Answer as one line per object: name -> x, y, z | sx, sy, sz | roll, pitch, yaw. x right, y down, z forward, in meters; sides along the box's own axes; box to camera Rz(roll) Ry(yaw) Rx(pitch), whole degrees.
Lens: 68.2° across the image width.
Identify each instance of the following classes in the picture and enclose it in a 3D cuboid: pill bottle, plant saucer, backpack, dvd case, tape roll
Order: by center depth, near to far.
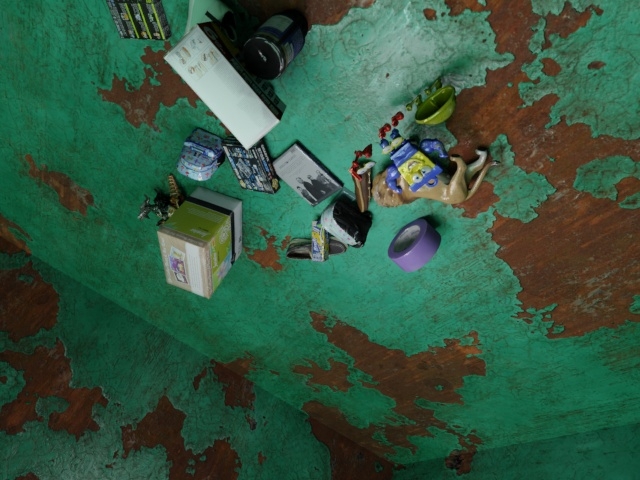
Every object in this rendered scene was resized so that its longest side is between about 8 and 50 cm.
pill bottle -> -0.115, -0.547, 1.301 | 0.123, 0.219, 0.122 | 15, 139, 13
tape roll -> 0.338, 0.017, 1.712 | 0.080, 0.189, 0.189 | 41, 139, -18
dvd case -> -0.054, -0.242, 1.759 | 0.239, 0.029, 0.179 | 42, 138, -18
backpack -> 0.093, -0.066, 1.770 | 0.182, 0.152, 0.115 | 34, 145, -24
backpack -> -0.454, -0.315, 1.777 | 0.158, 0.173, 0.117 | 26, 141, 1
plant saucer -> 0.070, -0.132, 1.825 | 0.067, 0.018, 0.192 | 32, 140, -9

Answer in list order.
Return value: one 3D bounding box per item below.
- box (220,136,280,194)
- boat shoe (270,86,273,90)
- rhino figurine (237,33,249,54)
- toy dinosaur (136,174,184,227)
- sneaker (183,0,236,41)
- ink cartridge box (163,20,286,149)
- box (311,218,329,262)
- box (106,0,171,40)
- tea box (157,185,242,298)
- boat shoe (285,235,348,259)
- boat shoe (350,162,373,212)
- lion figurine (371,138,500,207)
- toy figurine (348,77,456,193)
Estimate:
box -> -0.261, -0.281, 1.784 | 0.175, 0.051, 0.220 | 13, 140, 33
boat shoe -> -0.212, -0.466, 1.579 | 0.152, 0.049, 0.056 | -13, 146, 32
rhino figurine -> -0.249, -0.520, 1.487 | 0.106, 0.073, 0.243 | 23, 123, 20
toy dinosaur -> -0.671, -0.136, 2.123 | 0.218, 0.164, 0.322 | 17, 97, 13
sneaker -> -0.330, -0.602, 1.427 | 0.151, 0.094, 0.256 | 39, 141, 15
ink cartridge box -> -0.247, -0.445, 1.327 | 0.130, 0.272, 0.309 | -36, 111, 17
box -> 0.000, 0.000, 1.911 | 0.054, 0.059, 0.168 | 6, 101, 23
box -> -0.581, -0.732, 1.485 | 0.184, 0.045, 0.190 | 8, 137, 17
tea box -> -0.501, 0.008, 2.027 | 0.220, 0.323, 0.329 | 20, 137, 10
boat shoe -> -0.019, 0.044, 2.008 | 0.285, 0.092, 0.103 | 0, 134, 28
boat shoe -> 0.158, -0.185, 1.678 | 0.073, 0.073, 0.207 | -22, 141, -7
lion figurine -> 0.350, -0.185, 1.507 | 0.392, 0.142, 0.240 | 16, 126, 24
toy figurine -> 0.286, -0.257, 1.369 | 0.362, 0.191, 0.217 | -39, 111, 23
